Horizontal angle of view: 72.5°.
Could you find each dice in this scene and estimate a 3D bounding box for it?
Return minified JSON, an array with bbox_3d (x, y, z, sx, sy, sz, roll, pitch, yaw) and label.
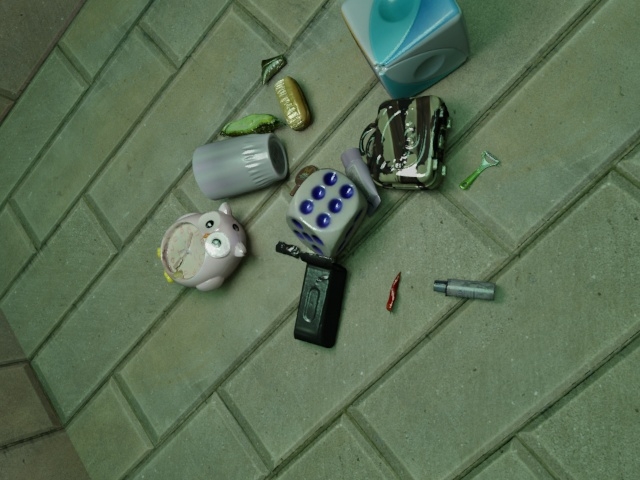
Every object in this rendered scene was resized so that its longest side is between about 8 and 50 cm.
[{"bbox_3d":[0.024,-0.104,1.699,0.243,0.251,0.259,37,74,13],"label":"dice"}]

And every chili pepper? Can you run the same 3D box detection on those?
[{"bbox_3d":[0.287,0.204,1.716,0.027,0.045,0.178,15,85,14],"label":"chili pepper"}]

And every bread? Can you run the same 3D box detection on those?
[{"bbox_3d":[-0.115,-0.597,1.905,0.106,0.140,0.236,-23,80,15],"label":"bread"}]

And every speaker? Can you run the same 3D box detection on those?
[{"bbox_3d":[-0.021,0.239,1.742,0.180,0.184,0.387,11,95,21],"label":"speaker"}]

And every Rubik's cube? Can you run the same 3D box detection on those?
[{"bbox_3d":[0.320,-0.779,1.633,0.352,0.352,0.347,-31,75,14],"label":"Rubik's cube"}]

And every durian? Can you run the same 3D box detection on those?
[{"bbox_3d":[-0.292,-0.508,1.981,0.375,0.107,0.132,-3,79,29],"label":"durian"}]

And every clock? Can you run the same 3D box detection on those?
[{"bbox_3d":[-0.493,0.030,1.938,0.377,0.251,0.368,-29,74,24],"label":"clock"}]

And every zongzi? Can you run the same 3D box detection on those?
[{"bbox_3d":[-0.198,-0.779,1.994,0.154,0.062,0.130,-7,72,21],"label":"zongzi"}]

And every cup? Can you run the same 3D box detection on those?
[{"bbox_3d":[-0.351,-0.327,1.916,0.372,0.253,0.253,-9,81,19],"label":"cup"}]

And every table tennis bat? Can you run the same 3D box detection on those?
[{"bbox_3d":[-0.053,-0.232,1.916,0.108,0.119,0.169,16,67,47],"label":"table tennis bat"}]

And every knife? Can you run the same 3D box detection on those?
[{"bbox_3d":[0.592,-0.255,1.646,0.166,0.023,0.078,-48,64,10],"label":"knife"}]

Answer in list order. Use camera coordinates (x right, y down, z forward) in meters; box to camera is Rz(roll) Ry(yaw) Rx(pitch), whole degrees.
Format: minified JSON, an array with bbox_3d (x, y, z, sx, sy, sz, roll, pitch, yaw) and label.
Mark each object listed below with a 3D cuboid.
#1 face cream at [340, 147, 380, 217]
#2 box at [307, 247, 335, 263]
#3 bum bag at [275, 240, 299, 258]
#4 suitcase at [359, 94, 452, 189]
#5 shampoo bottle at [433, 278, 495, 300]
[{"bbox_3d":[0.169,-0.241,1.769,0.096,0.154,0.273,-14,72,-20],"label":"face cream"},{"bbox_3d":[0.000,0.000,1.856,0.122,0.032,0.220,-5,83,21],"label":"box"},{"bbox_3d":[-0.144,0.039,1.910,0.125,0.034,0.057,14,104,23],"label":"bum bag"},{"bbox_3d":[0.319,-0.370,1.683,0.339,0.194,0.351,5,87,32],"label":"suitcase"},{"bbox_3d":[0.528,0.178,1.607,0.214,0.072,0.072,4,86,22],"label":"shampoo bottle"}]
